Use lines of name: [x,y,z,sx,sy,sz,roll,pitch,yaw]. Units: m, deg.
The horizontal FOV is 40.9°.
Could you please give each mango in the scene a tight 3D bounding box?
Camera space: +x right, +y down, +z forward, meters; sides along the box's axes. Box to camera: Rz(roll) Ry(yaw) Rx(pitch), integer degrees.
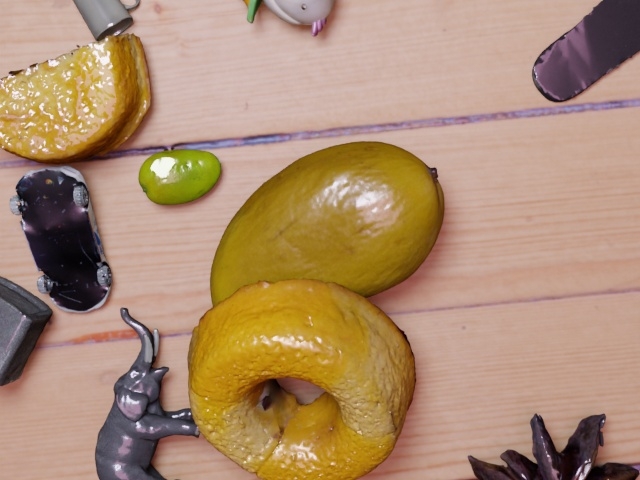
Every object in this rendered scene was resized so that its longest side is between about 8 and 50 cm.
mango: [-0.182,-0.085,1.116,0.108,0.056,0.073,-17,101,-1]
mango: [-0.001,-0.008,1.084,0.332,0.142,0.195,-22,94,9]

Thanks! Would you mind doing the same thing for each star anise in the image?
star anise: [0.302,0.350,1.137,0.212,0.129,0.282,26,87,-9]

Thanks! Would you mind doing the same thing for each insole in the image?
insole: [0.413,-0.288,1.121,0.309,0.012,0.110,-38,96,4]

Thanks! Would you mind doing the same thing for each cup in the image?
cup: [-0.276,-0.307,1.094,0.075,0.054,0.083,-32,93,4]

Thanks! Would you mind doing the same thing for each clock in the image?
clock: [-0.014,-0.360,1.066,0.144,0.103,0.231,37,97,-5]

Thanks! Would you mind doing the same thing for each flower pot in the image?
flower pot: [-0.471,0.085,1.110,0.229,0.103,0.108,31,95,-2]

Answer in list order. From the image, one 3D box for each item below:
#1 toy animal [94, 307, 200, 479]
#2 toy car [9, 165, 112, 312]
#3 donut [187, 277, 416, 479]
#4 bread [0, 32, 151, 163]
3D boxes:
toy animal: [-0.220,0.231,1.136,0.137,0.082,0.269,11,97,-2]
toy car: [-0.331,0.000,1.116,0.095,0.056,0.204,-9,117,2]
donut: [-0.024,0.192,1.065,0.303,0.110,0.303,2,123,2]
bread: [-0.319,-0.165,1.064,0.229,0.143,0.139,-19,95,4]
